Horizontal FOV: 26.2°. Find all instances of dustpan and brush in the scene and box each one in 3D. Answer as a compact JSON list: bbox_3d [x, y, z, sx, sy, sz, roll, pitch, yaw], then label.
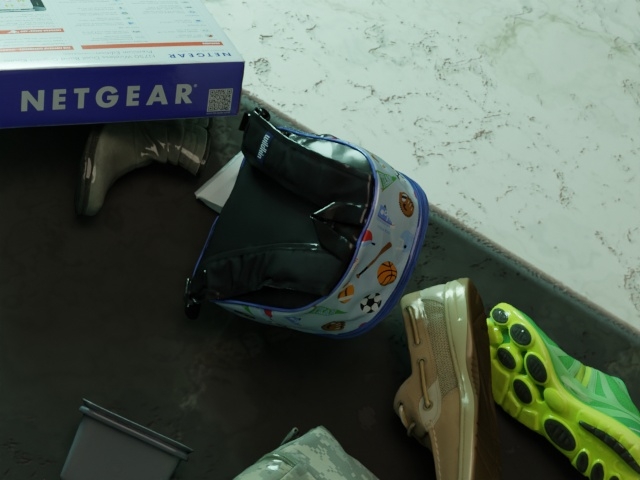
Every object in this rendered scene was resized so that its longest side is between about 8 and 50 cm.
[{"bbox_3d":[-0.041,-0.053,1.823,0.211,0.060,0.147,37,52,9],"label":"dustpan and brush"}]

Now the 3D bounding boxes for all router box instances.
[{"bbox_3d":[-0.306,-0.260,1.800,0.335,0.082,0.301,-5,35,-22],"label":"router box"}]

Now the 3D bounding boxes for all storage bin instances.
[{"bbox_3d":[-0.222,0.246,1.532,0.135,0.098,0.091,26,79,0],"label":"storage bin"}]

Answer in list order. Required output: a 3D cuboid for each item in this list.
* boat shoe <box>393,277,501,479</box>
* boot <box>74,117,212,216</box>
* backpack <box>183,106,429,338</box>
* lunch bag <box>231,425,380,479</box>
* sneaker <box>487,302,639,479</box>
[{"bbox_3d":[0.152,0.207,1.683,0.110,0.121,0.341,-12,50,17],"label":"boat shoe"},{"bbox_3d":[-0.222,-0.115,1.790,0.161,0.083,0.246,17,47,-8],"label":"boot"},{"bbox_3d":[0.000,0.000,1.644,0.213,0.263,0.276,21,85,-35],"label":"backpack"},{"bbox_3d":[0.021,0.356,1.454,0.305,0.212,0.256,43,36,10],"label":"lunch bag"},{"bbox_3d":[0.314,0.202,1.753,0.295,0.109,0.123,48,26,22],"label":"sneaker"}]
